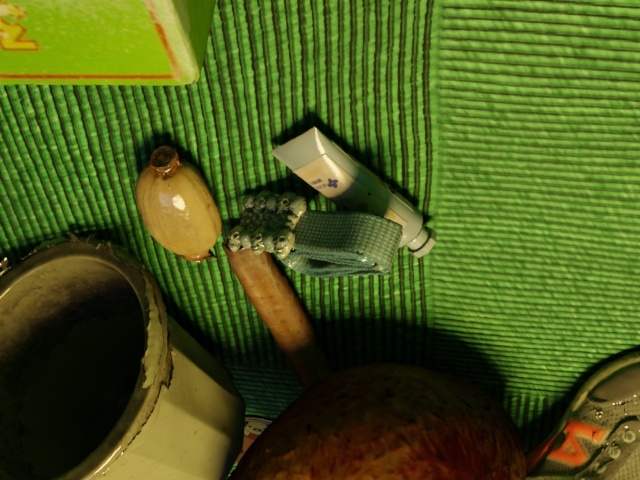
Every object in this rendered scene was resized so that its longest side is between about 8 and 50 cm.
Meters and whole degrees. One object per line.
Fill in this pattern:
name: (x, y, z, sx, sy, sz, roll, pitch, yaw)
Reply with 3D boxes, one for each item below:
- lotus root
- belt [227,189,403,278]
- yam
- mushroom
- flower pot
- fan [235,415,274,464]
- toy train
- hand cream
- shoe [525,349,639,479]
lotus root: (-0.132, -0.027, 1.087, 0.073, 0.062, 0.150, 0, 140, 14)
belt: (0.002, -0.004, 1.040, 0.100, 0.065, 0.179, 30, 163, -26)
yam: (-0.041, 0.074, 1.208, 0.046, 0.046, 0.264, -5, 139, 19)
mushroom: (0.049, 0.308, 1.216, 0.331, 0.356, 0.334, 19, 152, -37)
flower pot: (-0.221, 0.164, 1.219, 0.290, 0.290, 0.259, -11, 152, 26)
fan: (-0.080, 0.288, 1.519, 0.132, 0.009, 0.220, 9, 141, 7)
toy train: (-0.217, -0.225, 0.783, 0.307, 0.173, 0.249, 2, 150, 11)
hand cream: (0.036, -0.041, 1.044, 0.171, 0.043, 0.065, 36, 142, -26)
shoe: (0.297, 0.252, 1.199, 0.132, 0.171, 0.336, 35, 121, -7)
